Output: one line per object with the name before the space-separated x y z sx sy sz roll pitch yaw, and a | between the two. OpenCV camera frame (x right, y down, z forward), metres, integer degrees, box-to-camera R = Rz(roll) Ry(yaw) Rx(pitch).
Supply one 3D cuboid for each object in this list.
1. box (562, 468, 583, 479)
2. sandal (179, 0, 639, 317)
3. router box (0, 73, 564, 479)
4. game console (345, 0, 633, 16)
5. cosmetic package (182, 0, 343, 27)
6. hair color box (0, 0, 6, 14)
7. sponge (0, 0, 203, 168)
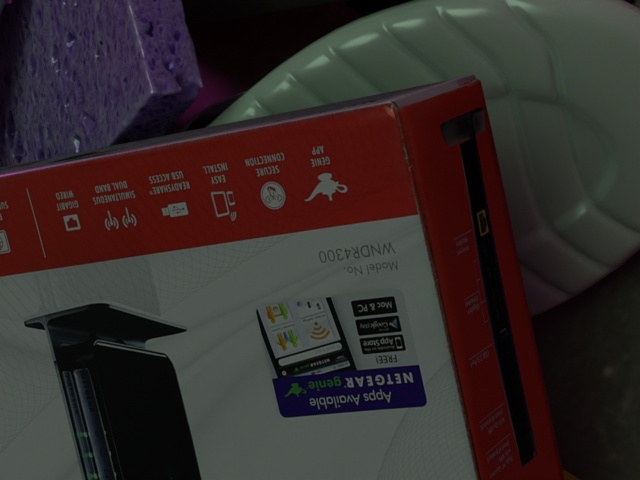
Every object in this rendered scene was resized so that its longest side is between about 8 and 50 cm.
box | 0.040 0.129 0.849 0.168 0.054 0.059 4 74 31
sandal | -0.008 -0.012 0.896 0.416 0.169 0.102 -26 21 19
router box | -0.059 0.104 0.804 0.335 0.082 0.301 -9 98 30
game console | 0.096 -0.165 0.915 0.085 0.124 0.144 2 70 57
cosmetic package | -0.032 -0.207 0.910 0.309 0.113 0.160 -1 69 58
hair color box | -0.231 -0.155 0.962 0.374 0.113 0.185 -63 21 19
sponge | -0.125 -0.082 0.902 0.210 0.031 0.117 -39 63 55
